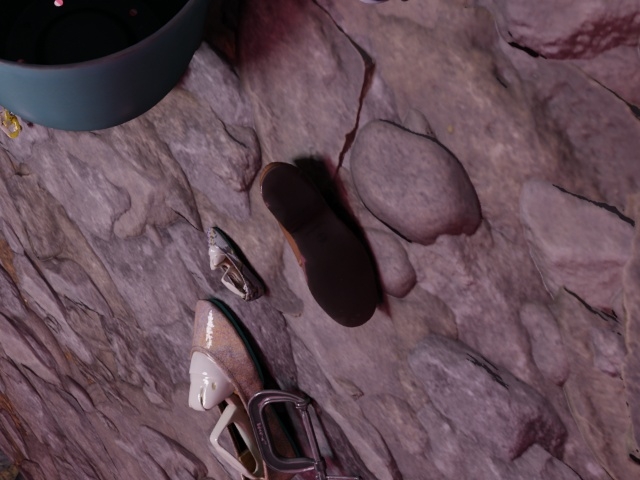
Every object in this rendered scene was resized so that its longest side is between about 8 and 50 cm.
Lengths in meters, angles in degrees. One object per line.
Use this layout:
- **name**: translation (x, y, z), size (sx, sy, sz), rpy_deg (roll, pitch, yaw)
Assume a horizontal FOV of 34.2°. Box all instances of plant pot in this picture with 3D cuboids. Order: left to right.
- **plant pot**: translation (-0.245, -0.245, 1.039), size (0.293, 0.293, 0.235), rpy_deg (47, 164, 11)

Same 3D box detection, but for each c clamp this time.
- **c clamp**: translation (-0.029, 0.273, 1.459), size (0.137, 0.022, 0.161), rpy_deg (-12, 111, 24)

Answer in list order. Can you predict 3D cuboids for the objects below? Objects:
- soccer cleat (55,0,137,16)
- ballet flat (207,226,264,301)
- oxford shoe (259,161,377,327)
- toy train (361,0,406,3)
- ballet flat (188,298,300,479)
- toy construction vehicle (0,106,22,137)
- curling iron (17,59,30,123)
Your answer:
- **soccer cleat**: translation (-0.255, -0.278, 1.212), size (0.095, 0.083, 0.248), rpy_deg (-19, 103, 32)
- **ballet flat**: translation (-0.120, 0.034, 1.359), size (0.114, 0.041, 0.041), rpy_deg (51, 149, 4)
- **oxford shoe**: translation (0.000, 0.000, 1.160), size (0.212, 0.076, 0.076), rpy_deg (62, 178, -18)
- **toy train**: translation (0.064, -0.293, 0.716), size (0.190, 0.142, 0.334), rpy_deg (45, 149, -4)
- **ballet flat**: translation (-0.126, 0.237, 1.501), size (0.107, 0.106, 0.316), rpy_deg (-1, 119, 54)
- **toy construction vehicle**: translation (-0.485, -0.205, 1.582), size (0.086, 0.035, 0.098), rpy_deg (24, 135, 66)
- **curling iron**: translation (-0.445, -0.274, 1.497), size (0.274, 0.035, 0.068), rpy_deg (87, 157, -49)
